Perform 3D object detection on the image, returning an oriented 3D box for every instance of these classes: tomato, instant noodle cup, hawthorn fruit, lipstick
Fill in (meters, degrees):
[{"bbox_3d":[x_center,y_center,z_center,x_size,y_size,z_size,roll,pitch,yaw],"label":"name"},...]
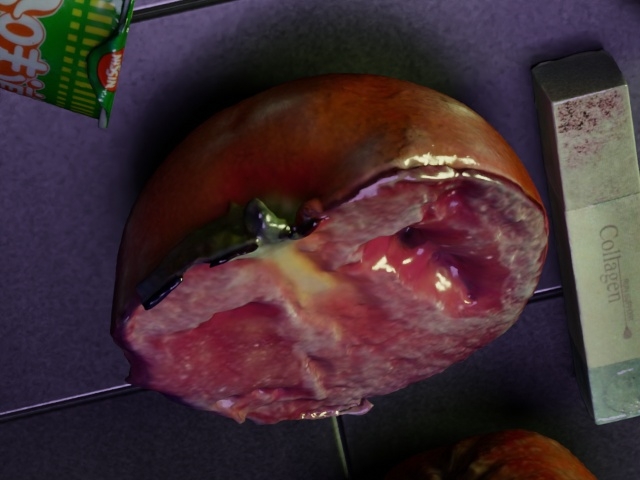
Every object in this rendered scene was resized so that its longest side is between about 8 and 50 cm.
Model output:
[{"bbox_3d":[-0.005,-0.001,1.439,0.335,0.176,0.289,-27,143,8],"label":"tomato"},{"bbox_3d":[-0.235,-0.195,1.267,0.233,0.207,0.207,12,120,-8],"label":"instant noodle cup"},{"bbox_3d":[0.163,0.315,1.612,0.254,0.254,0.300,-26,115,8],"label":"hawthorn fruit"},{"bbox_3d":[0.226,0.003,1.535,0.066,0.068,0.317,-13,123,0],"label":"lipstick"}]
